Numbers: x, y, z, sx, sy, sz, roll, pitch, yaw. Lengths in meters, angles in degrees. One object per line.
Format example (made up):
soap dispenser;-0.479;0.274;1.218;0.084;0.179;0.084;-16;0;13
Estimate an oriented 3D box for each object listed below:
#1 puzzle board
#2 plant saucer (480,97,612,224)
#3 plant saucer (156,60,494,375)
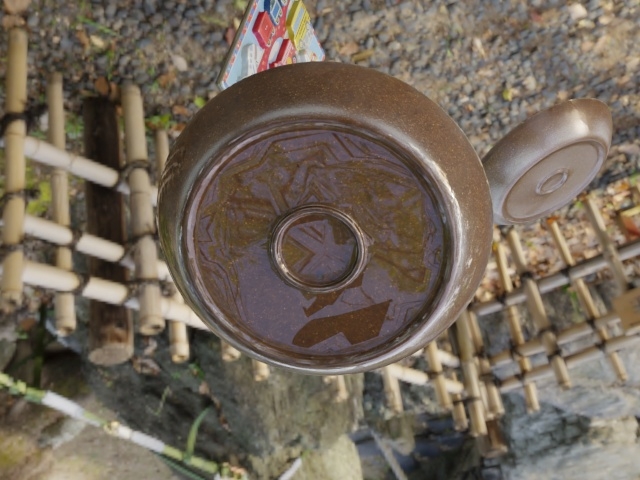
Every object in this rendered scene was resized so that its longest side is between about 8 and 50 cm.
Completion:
puzzle board;-0.027;-0.117;0.532;0.011;0.128;0.096;-2;144;26
plant saucer;0.262;-0.079;0.913;0.199;0.036;0.198;-21;149;-14
plant saucer;0.000;0.000;0.381;0.169;0.029;0.168;2;114;4
